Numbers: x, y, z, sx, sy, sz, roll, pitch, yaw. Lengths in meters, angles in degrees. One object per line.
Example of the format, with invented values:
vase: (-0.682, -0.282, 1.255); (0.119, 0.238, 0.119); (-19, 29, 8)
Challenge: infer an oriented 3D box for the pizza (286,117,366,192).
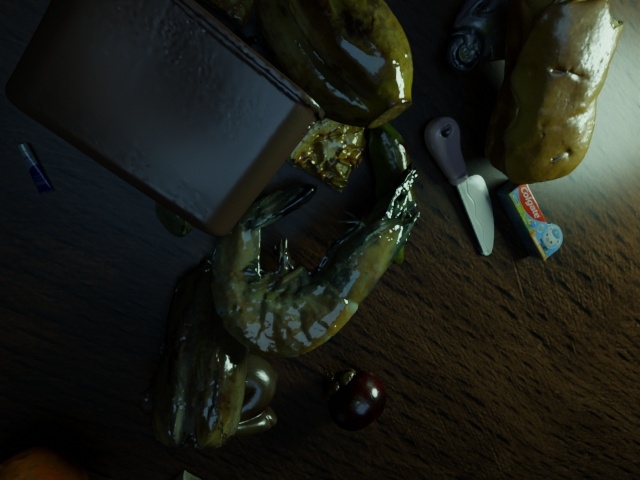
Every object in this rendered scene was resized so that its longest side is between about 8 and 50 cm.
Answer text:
pizza: (0.019, -0.161, 0.789); (0.182, 0.062, 0.161); (-20, 114, -11)

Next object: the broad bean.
broad bean: (0.141, -0.107, 0.834); (0.077, 0.061, 0.338); (-12, 107, -4)

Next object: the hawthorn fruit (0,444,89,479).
hawthorn fruit: (-0.509, 0.512, 0.735); (0.276, 0.276, 0.307); (-27, 132, -7)

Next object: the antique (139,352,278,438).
antique: (-0.206, 0.292, 0.820); (0.257, 0.121, 0.143); (2, 98, -16)

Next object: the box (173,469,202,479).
box: (-0.238, 0.677, 0.951); (0.204, 0.051, 0.365); (-43, 111, 0)

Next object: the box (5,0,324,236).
box: (-0.200, -0.194, 0.613); (0.339, 0.239, 0.229); (35, 96, -13)

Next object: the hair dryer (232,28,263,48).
hair dryer: (-0.110, -0.310, 0.702); (0.031, 0.083, 0.079); (-43, 119, -19)

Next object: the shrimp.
shrimp: (0.000, 0.000, 0.760); (0.445, 0.085, 0.272); (-43, 89, -7)

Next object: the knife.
knife: (0.308, -0.110, 0.901); (0.081, 0.043, 0.336); (-39, 117, -9)

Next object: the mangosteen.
mangosteen: (0.065, 0.327, 0.909); (0.140, 0.140, 0.140); (-4, 106, -14)

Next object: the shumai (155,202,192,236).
shumai: (-0.237, -0.056, 0.756); (0.080, 0.082, 0.083); (-50, 132, -38)

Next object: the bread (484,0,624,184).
bread: (0.412, -0.275, 0.768); (0.195, 0.149, 0.343); (-17, 128, -15)

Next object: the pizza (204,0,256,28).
pizza: (-0.177, -0.413, 0.668); (0.176, 0.036, 0.184); (-13, 92, -4)

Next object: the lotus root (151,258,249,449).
lotus root: (-0.194, 0.191, 0.747); (0.167, 0.078, 0.329); (6, 74, -21)

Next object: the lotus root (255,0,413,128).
lotus root: (0.022, -0.301, 0.678); (0.193, 0.193, 0.291); (-42, 97, -1)

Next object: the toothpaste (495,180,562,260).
toothpaste: (0.464, -0.051, 0.946); (0.070, 0.044, 0.193); (-39, 111, -4)

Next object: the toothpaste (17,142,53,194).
toothpaste: (-0.462, -0.116, 0.696); (0.024, 0.015, 0.083); (-14, 113, -3)

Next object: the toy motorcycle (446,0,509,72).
toy motorcycle: (0.326, -0.410, 0.797); (0.225, 0.073, 0.152); (-20, 106, -9)
